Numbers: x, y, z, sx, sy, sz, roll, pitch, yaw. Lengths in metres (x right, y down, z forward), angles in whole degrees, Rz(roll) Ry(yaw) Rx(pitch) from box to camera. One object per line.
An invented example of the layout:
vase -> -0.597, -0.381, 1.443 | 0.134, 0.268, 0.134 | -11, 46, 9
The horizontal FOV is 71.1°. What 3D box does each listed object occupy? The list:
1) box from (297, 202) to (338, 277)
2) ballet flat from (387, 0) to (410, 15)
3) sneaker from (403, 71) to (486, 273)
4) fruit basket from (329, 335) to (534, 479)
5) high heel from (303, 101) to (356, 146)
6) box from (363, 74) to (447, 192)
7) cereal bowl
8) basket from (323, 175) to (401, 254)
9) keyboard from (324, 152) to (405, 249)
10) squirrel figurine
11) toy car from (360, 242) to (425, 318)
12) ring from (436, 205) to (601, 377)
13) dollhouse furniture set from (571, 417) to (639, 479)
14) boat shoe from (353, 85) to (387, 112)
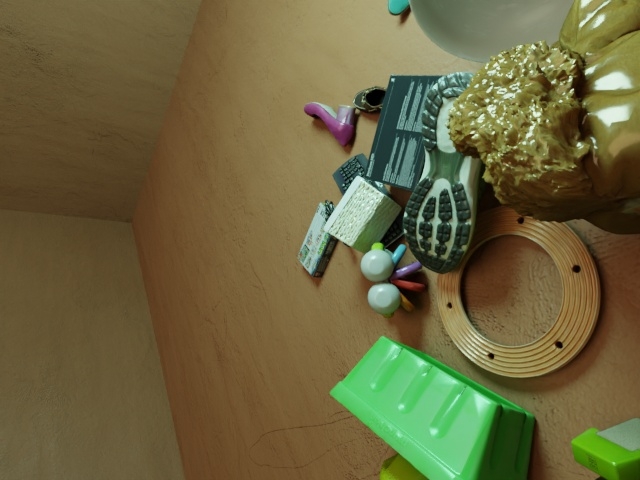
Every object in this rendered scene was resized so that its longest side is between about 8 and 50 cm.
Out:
box -> 0.000, 0.000, 1.395 | 0.114, 0.036, 0.206 | 48, 122, 45
ballet flat -> 0.232, -0.696, 1.178 | 0.067, 0.073, 0.206 | -98, 32, -65
sneaker -> 0.297, -0.122, 0.915 | 0.158, 0.182, 0.409 | 29, 122, 41
fruit basket -> 0.201, 0.432, 0.900 | 0.392, 0.283, 0.391 | -27, 49, 36
high heel -> 0.018, -0.363, 1.399 | 0.244, 0.082, 0.117 | 22, 104, 44
box -> 0.227, -0.252, 1.075 | 0.184, 0.103, 0.260 | 27, 107, 48
cereal bowl -> 0.336, -0.497, 0.802 | 0.339, 0.339, 0.141 | -20, 45, 51
basket -> 0.109, -0.058, 1.133 | 0.103, 0.113, 0.167 | 37, 98, 39
keyboard -> 0.102, -0.085, 1.244 | 0.201, 0.033, 0.317 | -44, 50, 25
squirrel figurine -> 0.386, -0.215, 0.630 | 0.398, 0.281, 0.369 | -7, 69, 8
toy car -> 0.178, 0.089, 1.067 | 0.137, 0.159, 0.181 | -13, 86, 13
ring -> 0.373, 0.098, 0.887 | 0.337, 0.032, 0.335 | -13, 74, 52
dollhouse furniture set -> 0.506, 0.433, 0.631 | 0.198, 0.152, 0.301 | -179, 77, -74
boat shoe -> 0.151, -0.387, 1.222 | 0.207, 0.073, 0.073 | 21, 103, 54
